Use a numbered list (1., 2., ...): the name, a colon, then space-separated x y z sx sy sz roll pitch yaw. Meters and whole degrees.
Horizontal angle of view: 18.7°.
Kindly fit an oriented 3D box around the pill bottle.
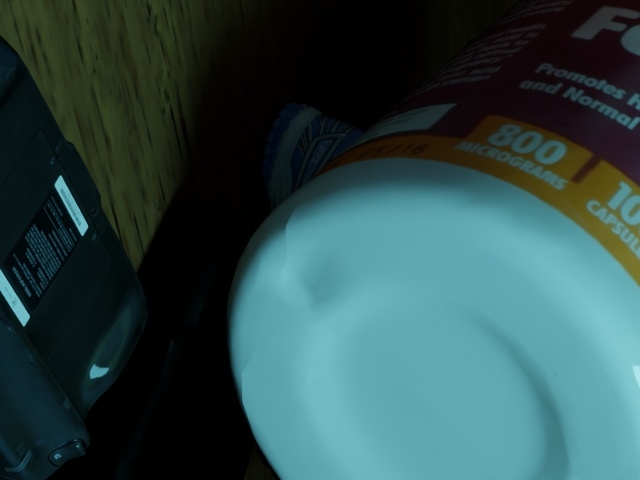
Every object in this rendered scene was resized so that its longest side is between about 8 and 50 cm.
1. pill bottle: 0.149 -0.017 0.950 0.392 0.224 0.224 -42 139 -45

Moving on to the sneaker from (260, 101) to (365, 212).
1. sneaker: 0.000 0.000 0.987 0.052 0.058 0.135 -40 137 -58

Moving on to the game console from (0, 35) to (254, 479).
1. game console: -0.096 0.043 0.792 0.361 0.044 0.213 70 36 -54

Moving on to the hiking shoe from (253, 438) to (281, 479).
1. hiking shoe: 0.025 0.089 1.007 0.086 0.114 0.227 -60 -173 32
